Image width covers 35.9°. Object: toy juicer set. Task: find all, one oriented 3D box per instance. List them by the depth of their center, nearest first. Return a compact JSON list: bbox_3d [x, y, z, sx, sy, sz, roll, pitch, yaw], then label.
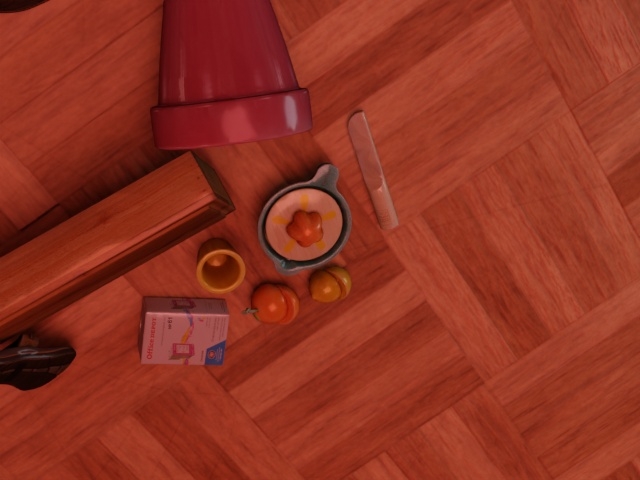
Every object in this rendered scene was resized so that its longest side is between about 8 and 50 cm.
[{"bbox_3d":[0.000,0.000,1.404,0.329,0.089,0.209,-40,117,6],"label":"toy juicer set"}]

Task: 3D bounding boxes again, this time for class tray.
[{"bbox_3d":[-0.312,0.028,1.270,0.411,0.203,0.076,-30,88,1],"label":"tray"}]

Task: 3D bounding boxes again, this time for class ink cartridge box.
[{"bbox_3d":[-0.200,0.132,1.435,0.122,0.052,0.088,3,113,-14],"label":"ink cartridge box"}]

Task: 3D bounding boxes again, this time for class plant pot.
[{"bbox_3d":[-0.119,-0.215,1.230,0.201,0.201,0.180,-9,100,-10],"label":"plant pot"}]

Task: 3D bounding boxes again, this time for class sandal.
[{"bbox_3d":[-0.417,0.161,1.341,0.090,0.060,0.219,-41,159,21],"label":"sandal"}]

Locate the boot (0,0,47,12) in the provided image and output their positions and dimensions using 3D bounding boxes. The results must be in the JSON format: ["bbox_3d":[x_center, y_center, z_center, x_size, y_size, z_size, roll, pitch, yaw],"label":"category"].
[{"bbox_3d":[-0.380,-0.297,1.161,0.219,0.106,0.082,-15,117,-7],"label":"boot"}]
